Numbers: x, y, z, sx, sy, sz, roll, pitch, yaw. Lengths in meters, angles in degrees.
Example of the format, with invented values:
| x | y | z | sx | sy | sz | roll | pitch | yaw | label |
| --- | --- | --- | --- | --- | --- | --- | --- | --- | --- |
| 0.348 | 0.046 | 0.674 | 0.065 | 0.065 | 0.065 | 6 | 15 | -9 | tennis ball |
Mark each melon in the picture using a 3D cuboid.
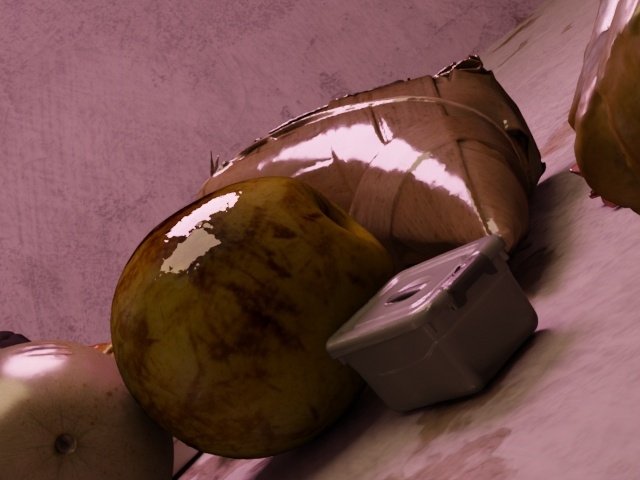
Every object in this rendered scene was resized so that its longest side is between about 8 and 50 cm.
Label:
| x | y | z | sx | sy | sz | roll | pitch | yaw | label |
| --- | --- | --- | --- | --- | --- | --- | --- | --- | --- |
| -0.290 | 0.239 | 1.339 | 0.268 | 0.268 | 0.330 | -41 | 0 | -26 | melon |

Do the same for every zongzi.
| x | y | z | sx | sy | sz | roll | pitch | yaw | label |
| --- | --- | --- | --- | --- | --- | --- | --- | --- | --- |
| -0.008 | -0.020 | 1.446 | 0.499 | 0.218 | 0.467 | -18 | 10 | 17 | zongzi |

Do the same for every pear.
| x | y | z | sx | sy | sz | roll | pitch | yaw | label |
| --- | --- | --- | --- | --- | --- | --- | --- | --- | --- |
| -0.064 | 0.070 | 1.257 | 0.283 | 0.284 | 0.283 | -37 | 7 | 5 | pear |

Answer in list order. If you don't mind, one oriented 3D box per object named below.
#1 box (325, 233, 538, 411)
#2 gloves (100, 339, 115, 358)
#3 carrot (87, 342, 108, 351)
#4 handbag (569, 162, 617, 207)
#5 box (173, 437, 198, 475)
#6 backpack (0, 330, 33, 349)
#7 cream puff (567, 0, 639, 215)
| x | y | z | sx | sy | sz | roll | pitch | yaw | label |
| --- | --- | --- | --- | --- | --- | --- | --- | --- | --- |
| 0.100 | 0.078 | 1.104 | 0.124 | 0.093 | 0.172 | -41 | 8 | -31 | box |
| -0.173 | 0.138 | 1.843 | 0.155 | 0.203 | 0.356 | 4 | 43 | 46 | gloves |
| -0.340 | 0.228 | 1.935 | 0.225 | 0.159 | 0.159 | -52 | -3 | 38 | carrot |
| 0.336 | -0.102 | 1.216 | 0.157 | 0.059 | 0.212 | -39 | 5 | -13 | handbag |
| -0.218 | 0.266 | 1.619 | 0.259 | 0.071 | 0.168 | -43 | 8 | -35 | box |
| -0.484 | 0.342 | 1.682 | 0.445 | 0.255 | 0.363 | -44 | -9 | -38 | backpack |
| 0.315 | -0.123 | 0.889 | 0.323 | 0.269 | 0.274 | -52 | -18 | -68 | cream puff |
